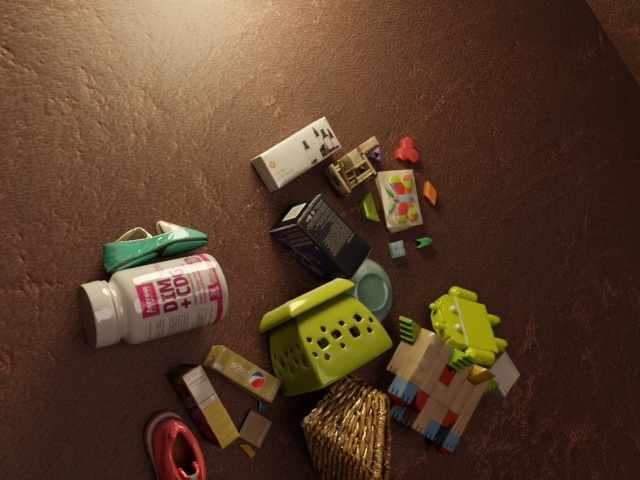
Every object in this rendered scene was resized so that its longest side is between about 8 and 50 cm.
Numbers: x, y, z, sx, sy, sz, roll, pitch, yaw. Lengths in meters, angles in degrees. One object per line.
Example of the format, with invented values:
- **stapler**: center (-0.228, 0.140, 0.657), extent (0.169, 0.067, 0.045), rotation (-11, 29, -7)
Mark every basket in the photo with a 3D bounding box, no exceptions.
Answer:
- **basket**: center (0.115, 0.478, 1.470), extent (0.213, 0.223, 0.299), rotation (-43, 145, -28)

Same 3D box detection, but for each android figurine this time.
- **android figurine**: center (0.431, 0.249, 1.840), extent (0.273, 0.056, 0.248), rotation (19, 46, -27)

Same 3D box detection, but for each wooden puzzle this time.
- **wooden puzzle**: center (-0.159, 0.453, 1.501), extent (0.078, 0.014, 0.116), rotation (46, 62, -23)

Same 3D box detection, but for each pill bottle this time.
- **pill bottle**: center (-0.356, 0.130, 1.337), extent (0.283, 0.160, 0.160), rotation (-13, 89, -33)

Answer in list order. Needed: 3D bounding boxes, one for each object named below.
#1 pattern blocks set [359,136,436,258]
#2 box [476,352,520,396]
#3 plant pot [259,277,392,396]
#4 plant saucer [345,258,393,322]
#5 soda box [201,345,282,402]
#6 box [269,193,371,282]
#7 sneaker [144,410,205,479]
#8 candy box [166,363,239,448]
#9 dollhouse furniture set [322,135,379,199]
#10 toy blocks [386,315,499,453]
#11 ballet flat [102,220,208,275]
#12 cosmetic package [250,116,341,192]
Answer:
- **pattern blocks set**: center (0.235, -0.122, 1.834), extent (0.285, 0.026, 0.324), rotation (-26, 97, -32)
- **box**: center (0.528, 0.402, 1.900), extent (0.102, 0.087, 0.101), rotation (-41, 104, -30)
- **plant pot**: center (-0.003, 0.226, 1.510), extent (0.228, 0.227, 0.207), rotation (-23, 83, -32)
- **plant saucer**: center (0.133, 0.144, 1.721), extent (0.195, 0.037, 0.194), rotation (5, 80, -31)
- **soda box**: center (-0.184, 0.316, 1.476), extent (0.181, 0.061, 0.058), rotation (38, 64, -22)
- **box**: center (0.000, 0.000, 1.589), extent (0.207, 0.153, 0.108), rotation (45, 62, -18)
- **sneaker**: center (-0.294, 0.525, 1.330), extent (0.116, 0.136, 0.313), rotation (-17, 92, -32)
- **candy box**: center (-0.263, 0.366, 1.391), extent (0.053, 0.109, 0.186), rotation (-31, 98, -32)
- **dollhouse furniture set**: center (0.129, -0.211, 1.685), extent (0.182, 0.161, 0.101), rotation (-36, 96, -26)
- **toy blocks**: center (0.301, 0.418, 1.719), extent (0.381, 0.191, 0.261), rotation (39, 77, -32)
- **ballet flat**: center (-0.370, 0.002, 1.400), extent (0.247, 0.083, 0.087), rotation (-20, 79, -35)
- **cosmetic package**: center (-0.060, -0.228, 1.643), extent (0.239, 0.060, 0.099), rotation (-38, 102, -31)
